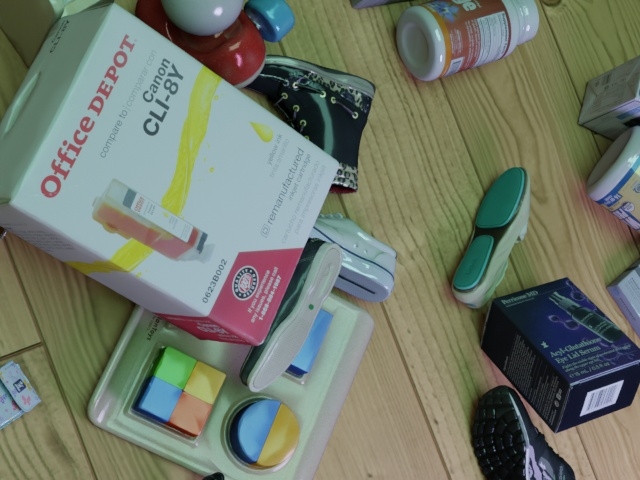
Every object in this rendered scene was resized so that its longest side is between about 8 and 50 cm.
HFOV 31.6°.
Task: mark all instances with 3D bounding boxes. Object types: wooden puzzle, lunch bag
[{"bbox_3d":[-0.109,0.176,1.598,0.347,0.080,0.322,29,70,-16],"label":"wooden puzzle"},{"bbox_3d":[-0.417,0.204,1.478,0.083,0.053,0.071,-33,95,-34],"label":"lunch bag"}]

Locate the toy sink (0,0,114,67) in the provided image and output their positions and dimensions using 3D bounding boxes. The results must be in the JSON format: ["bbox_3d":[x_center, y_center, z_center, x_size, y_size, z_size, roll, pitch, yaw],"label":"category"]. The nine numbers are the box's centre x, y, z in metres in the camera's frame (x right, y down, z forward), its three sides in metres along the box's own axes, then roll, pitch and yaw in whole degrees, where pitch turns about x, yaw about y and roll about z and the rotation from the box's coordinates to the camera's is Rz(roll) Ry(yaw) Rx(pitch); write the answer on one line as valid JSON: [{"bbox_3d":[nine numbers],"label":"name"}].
[{"bbox_3d":[-0.360,-0.356,1.507,0.131,0.234,0.153,-37,94,-24],"label":"toy sink"}]

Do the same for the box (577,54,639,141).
[{"bbox_3d":[0.609,-0.200,1.925,0.290,0.169,0.087,22,72,-19],"label":"box"}]

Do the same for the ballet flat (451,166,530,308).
[{"bbox_3d":[0.282,0.000,1.807,0.086,0.086,0.248,34,71,-14],"label":"ballet flat"}]

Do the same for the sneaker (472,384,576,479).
[{"bbox_3d":[0.328,0.355,1.755,0.124,0.107,0.283,-15,89,-41],"label":"sneaker"}]

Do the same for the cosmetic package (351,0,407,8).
[{"bbox_3d":[0.160,-0.460,1.822,0.238,0.107,0.127,-12,85,-27],"label":"cosmetic package"}]

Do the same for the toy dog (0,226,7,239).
[{"bbox_3d":[-0.509,-0.028,1.422,0.220,0.161,0.334,18,74,-19],"label":"toy dog"}]

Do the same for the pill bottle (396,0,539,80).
[{"bbox_3d":[0.240,-0.339,1.820,0.216,0.121,0.121,-20,89,-25],"label":"pill bottle"}]

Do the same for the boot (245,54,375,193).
[{"bbox_3d":[-0.035,-0.174,1.694,0.236,0.085,0.179,10,79,-20],"label":"boot"}]

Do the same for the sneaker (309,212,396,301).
[{"bbox_3d":[0.000,0.000,1.684,0.258,0.094,0.091,31,50,-18],"label":"sneaker"}]

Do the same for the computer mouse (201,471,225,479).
[{"bbox_3d":[-0.147,0.422,1.541,0.106,0.042,0.193,-23,90,2],"label":"computer mouse"}]

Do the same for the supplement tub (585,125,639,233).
[{"bbox_3d":[0.559,-0.080,1.879,0.199,0.144,0.144,35,68,-2],"label":"supplement tub"}]

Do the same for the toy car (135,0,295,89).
[{"bbox_3d":[-0.175,-0.332,1.552,0.210,0.238,0.219,38,70,19],"label":"toy car"}]

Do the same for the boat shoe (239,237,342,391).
[{"bbox_3d":[-0.053,0.099,1.569,0.079,0.084,0.233,21,75,27],"label":"boat shoe"}]

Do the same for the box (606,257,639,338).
[{"bbox_3d":[0.595,0.085,1.937,0.186,0.038,0.145,-36,95,-25],"label":"box"}]

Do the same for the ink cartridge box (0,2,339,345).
[{"bbox_3d":[-0.202,-0.073,1.427,0.384,0.160,0.279,33,72,-32],"label":"ink cartridge box"}]

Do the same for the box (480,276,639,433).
[{"bbox_3d":[0.367,0.171,1.729,0.153,0.108,0.207,-15,43,-25],"label":"box"}]
